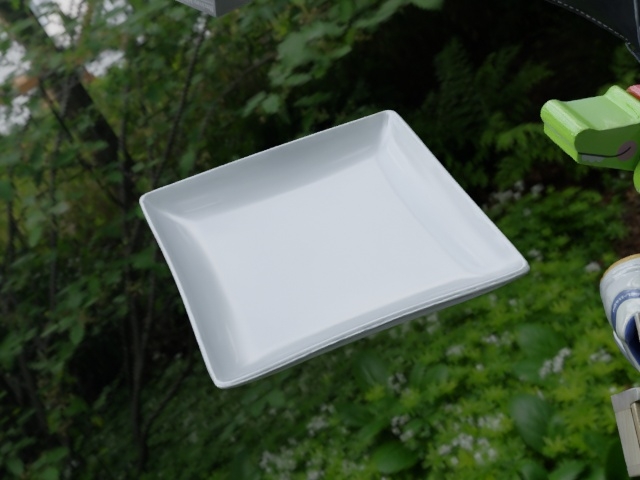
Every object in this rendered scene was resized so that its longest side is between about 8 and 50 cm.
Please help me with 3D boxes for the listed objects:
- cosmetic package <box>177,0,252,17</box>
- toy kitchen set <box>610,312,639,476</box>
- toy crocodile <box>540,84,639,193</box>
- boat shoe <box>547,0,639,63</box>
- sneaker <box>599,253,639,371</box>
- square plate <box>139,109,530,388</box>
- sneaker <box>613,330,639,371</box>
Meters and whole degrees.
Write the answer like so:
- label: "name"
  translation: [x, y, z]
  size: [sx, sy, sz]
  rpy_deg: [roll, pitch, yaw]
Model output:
- label: "cosmetic package"
  translation: [-0.186, -0.501, 1.570]
  size: [0.127, 0.238, 0.107]
  rpy_deg: [27, 44, 33]
- label: "toy kitchen set"
  translation: [0.168, 0.050, 0.377]
  size: [0.083, 0.068, 0.075]
  rpy_deg: [-1, -21, -19]
- label: "toy crocodile"
  translation: [0.365, -0.094, 0.917]
  size: [0.115, 0.341, 0.105]
  rpy_deg: [-115, 37, -54]
- label: "boat shoe"
  translation: [0.495, -0.290, 1.315]
  size: [0.156, 0.500, 0.187]
  rpy_deg: [-60, -19, -8]
- label: "sneaker"
  translation: [0.408, 0.153, 1.043]
  size: [0.112, 0.296, 0.131]
  rpy_deg: [-43, 11, 27]
- label: "square plate"
  translation: [0.000, 0.000, 1.087]
  size: [0.344, 0.049, 0.347]
  rpy_deg: [-20, 42, -11]
- label: "sneaker"
  translation: [0.534, 0.262, 1.486]
  size: [0.124, 0.295, 0.178]
  rpy_deg: [-29, -20, -43]
